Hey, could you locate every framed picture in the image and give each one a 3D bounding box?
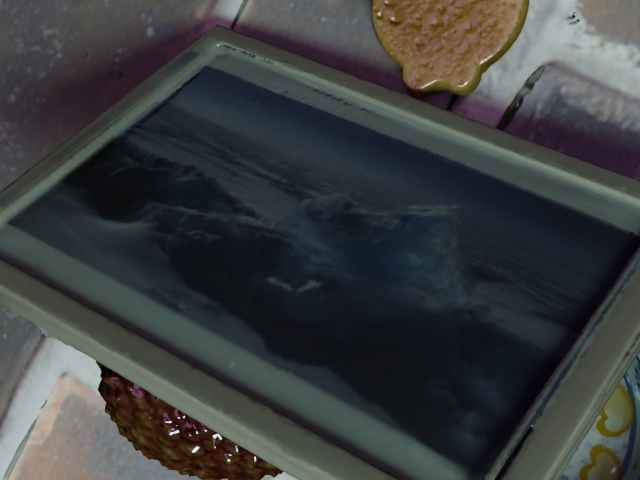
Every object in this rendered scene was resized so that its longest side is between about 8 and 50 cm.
[{"bbox_3d":[0.000,0.000,0.732,0.446,0.028,0.326,24,51,26],"label":"framed picture"}]

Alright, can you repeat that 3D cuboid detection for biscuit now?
[{"bbox_3d":[0.091,-0.227,0.868,0.166,0.036,0.225,-27,77,11],"label":"biscuit"}]

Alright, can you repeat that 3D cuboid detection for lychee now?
[{"bbox_3d":[-0.068,0.096,0.786,0.188,0.188,0.188,-3,80,16],"label":"lychee"}]

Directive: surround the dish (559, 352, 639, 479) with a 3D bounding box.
[{"bbox_3d":[0.131,0.119,0.772,0.236,0.086,0.228,-45,71,6],"label":"dish"}]
